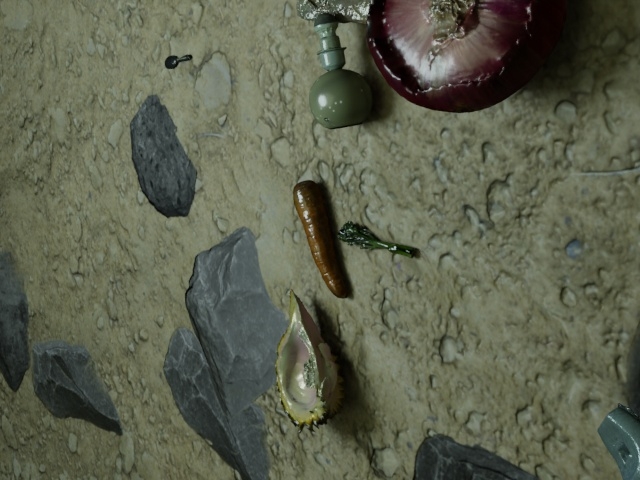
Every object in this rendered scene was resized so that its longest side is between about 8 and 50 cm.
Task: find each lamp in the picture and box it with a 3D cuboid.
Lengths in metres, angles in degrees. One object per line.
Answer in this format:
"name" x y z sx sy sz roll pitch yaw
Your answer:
"lamp" 0.020 -0.241 1.428 0.091 0.091 0.163 -9 94 48

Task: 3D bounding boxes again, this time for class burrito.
"burrito" 0.035 -0.334 1.437 0.171 0.042 0.051 16 99 44

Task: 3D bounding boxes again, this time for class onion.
"onion" 0.175 -0.268 1.205 0.248 0.161 0.248 5 102 26

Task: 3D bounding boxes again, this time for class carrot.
"carrot" 0.000 0.000 1.536 0.047 0.047 0.191 -23 81 48

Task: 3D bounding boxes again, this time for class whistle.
"whistle" 0.401 0.300 1.111 0.269 0.093 0.180 51 156 30

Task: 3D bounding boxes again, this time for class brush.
"brush" -0.253 -0.318 1.783 0.083 0.008 0.024 -1 93 48

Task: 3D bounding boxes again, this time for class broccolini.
"broccolini" 0.083 -0.001 1.463 0.140 0.030 0.035 13 71 41

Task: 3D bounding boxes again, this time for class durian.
"durian" -0.013 0.184 1.568 0.140 0.078 0.224 -26 67 60
